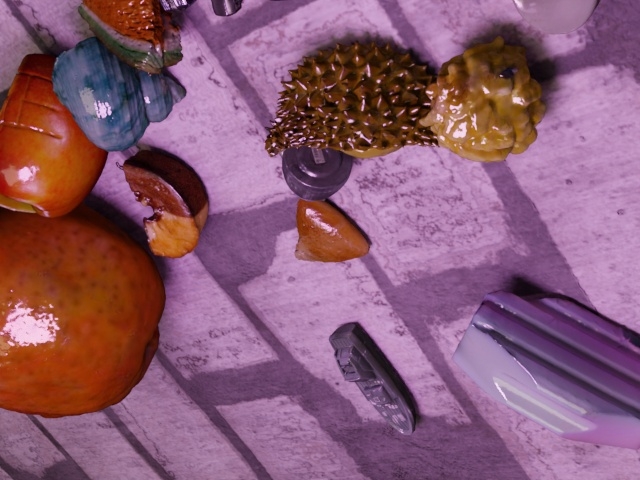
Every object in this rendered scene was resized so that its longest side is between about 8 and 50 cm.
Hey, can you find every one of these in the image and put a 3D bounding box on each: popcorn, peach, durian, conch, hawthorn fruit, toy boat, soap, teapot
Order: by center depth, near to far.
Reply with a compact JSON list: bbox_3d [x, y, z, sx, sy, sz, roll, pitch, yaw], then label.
[{"bbox_3d":[0.227,-0.193,1.458,0.173,0.142,0.174,4,102,20],"label":"popcorn"},{"bbox_3d":[0.046,-0.194,1.580,0.306,0.172,0.166,-9,166,19],"label":"durian"},{"bbox_3d":[0.381,0.199,1.672,0.324,0.193,0.109,29,138,8],"label":"soap"},{"bbox_3d":[-0.027,-0.119,1.714,0.149,0.111,0.108,26,153,2],"label":"teapot"},{"bbox_3d":[-0.324,-0.237,1.751,0.134,0.202,0.196,42,135,21],"label":"conch"},{"bbox_3d":[-0.483,-0.182,1.857,0.248,0.275,0.245,8,171,44],"label":"peach"},{"bbox_3d":[0.103,0.272,2.005,0.078,0.085,0.260,-15,118,41],"label":"toy boat"},{"bbox_3d":[-0.523,0.138,2.039,0.471,0.472,0.472,18,136,19],"label":"hawthorn fruit"}]

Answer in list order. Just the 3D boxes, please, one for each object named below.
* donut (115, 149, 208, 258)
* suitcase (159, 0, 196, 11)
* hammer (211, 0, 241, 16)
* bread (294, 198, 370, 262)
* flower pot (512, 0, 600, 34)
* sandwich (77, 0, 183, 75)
[{"bbox_3d":[-0.268,-0.066,1.936,0.141,0.085,0.217,13,135,22],"label":"donut"},{"bbox_3d":[-0.218,-0.408,1.585,0.059,0.086,0.126,-4,125,37],"label":"suitcase"},{"bbox_3d":[-0.006,-0.373,1.519,0.365,0.043,0.111,7,130,25],"label":"hammer"},{"bbox_3d":[0.020,-0.002,1.833,0.136,0.054,0.154,18,139,14],"label":"bread"},{"bbox_3d":[0.358,-0.381,1.175,0.367,0.164,0.254,-6,130,35],"label":"flower pot"},{"bbox_3d":[-0.279,-0.358,1.640,0.185,0.109,0.160,39,124,27],"label":"sandwich"}]
